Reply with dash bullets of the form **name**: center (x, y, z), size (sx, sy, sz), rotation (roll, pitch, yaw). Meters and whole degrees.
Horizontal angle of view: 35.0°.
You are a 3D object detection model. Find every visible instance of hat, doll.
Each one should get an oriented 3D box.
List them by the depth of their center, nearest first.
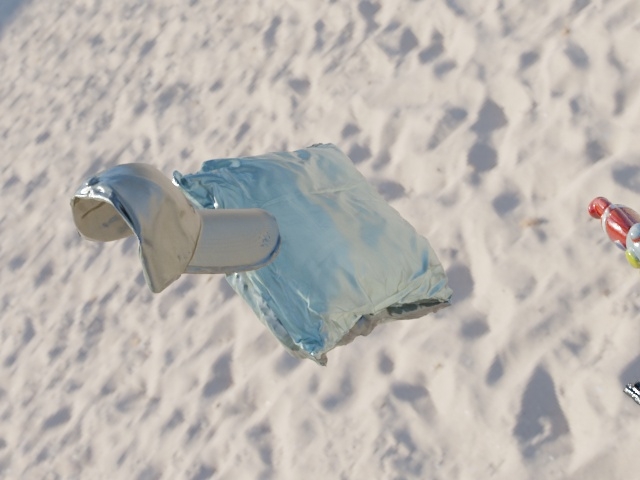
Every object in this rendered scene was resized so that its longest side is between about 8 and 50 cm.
- **hat**: center (-0.116, -0.026, 0.834), size (0.147, 0.175, 0.085), rotation (23, 115, 46)
- **doll**: center (0.486, 0.004, 1.532), size (0.076, 0.142, 0.245), rotation (-45, 24, 9)

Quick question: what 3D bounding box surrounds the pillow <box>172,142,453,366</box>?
- **pillow**: center (0.000, 0.000, 1.271), size (0.283, 0.310, 0.138), rotation (-22, -26, -43)

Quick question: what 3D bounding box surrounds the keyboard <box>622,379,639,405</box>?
- **keyboard**: center (0.405, 0.202, 1.086), size (0.195, 0.060, 0.018), rotation (-134, 50, -58)
